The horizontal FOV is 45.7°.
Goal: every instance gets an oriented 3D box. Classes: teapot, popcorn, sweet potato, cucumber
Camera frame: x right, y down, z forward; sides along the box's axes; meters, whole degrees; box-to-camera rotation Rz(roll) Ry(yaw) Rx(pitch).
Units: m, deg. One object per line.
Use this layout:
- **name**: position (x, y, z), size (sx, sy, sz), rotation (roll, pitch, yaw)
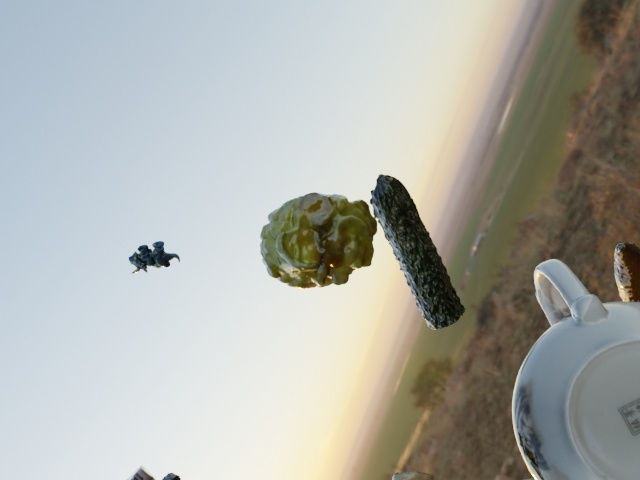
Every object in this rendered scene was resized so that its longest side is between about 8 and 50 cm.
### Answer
- **teapot**: position (0.274, 0.148, 0.687), size (0.139, 0.204, 0.298), rotation (49, -157, -73)
- **popcorn**: position (0.000, 0.000, 1.445), size (0.217, 0.235, 0.181), rotation (104, 155, -86)
- **sweet potato**: position (0.410, 0.080, 0.946), size (0.264, 0.057, 0.057), rotation (48, -125, -40)
- **cucumber**: position (0.192, 0.019, 1.590), size (0.359, 0.096, 0.096), rotation (62, -154, -16)

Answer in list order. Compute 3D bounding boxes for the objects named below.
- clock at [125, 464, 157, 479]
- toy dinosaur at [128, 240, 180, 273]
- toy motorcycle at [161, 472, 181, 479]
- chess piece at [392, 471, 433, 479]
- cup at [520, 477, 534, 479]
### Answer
- **clock**: position (-0.307, 0.565, 1.386), size (0.189, 0.254, 0.189), rotation (-45, -5, -5)
- **toy dinosaur**: position (-0.281, 0.031, 1.278), size (0.030, 0.083, 0.047), rotation (-105, 1, -49)
- **toy motorcycle**: position (-0.326, 0.598, 1.580), size (0.270, 0.106, 0.159), rotation (87, -153, -49)
- **chess piece**: position (0.207, 0.611, 1.691), size (0.094, 0.094, 0.170), rotation (97, 177, -61)
- **cup**: position (0.399, 0.520, 1.255), size (0.371, 0.253, 0.253), rotation (23, -93, -46)
